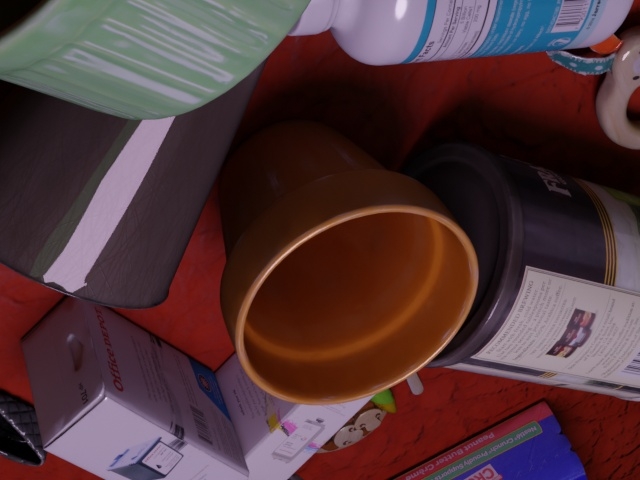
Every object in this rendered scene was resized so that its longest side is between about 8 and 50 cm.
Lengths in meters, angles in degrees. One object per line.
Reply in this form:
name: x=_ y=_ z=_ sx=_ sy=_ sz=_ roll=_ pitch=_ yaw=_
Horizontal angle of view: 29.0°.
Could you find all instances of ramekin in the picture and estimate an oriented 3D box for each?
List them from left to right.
ramekin: x=-0.119 y=-0.219 z=0.734 sx=0.148 sy=0.303 sz=0.303 roll=22 pitch=116 yaw=-45

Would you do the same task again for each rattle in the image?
rattle: x=0.306 y=-0.124 z=1.117 sx=0.130 sy=0.143 sz=0.199 roll=-29 pitch=143 yaw=25

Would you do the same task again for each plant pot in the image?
plant pot: x=0.000 y=0.000 z=1.036 sx=0.205 sy=0.188 sz=0.205 roll=-13 pitch=132 yaw=-15

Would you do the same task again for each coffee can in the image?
coffee can: x=0.209 y=0.036 z=1.154 sx=0.275 sy=0.201 sz=0.201 roll=13 pitch=121 yaw=-33

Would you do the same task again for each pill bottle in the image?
pill bottle: x=0.096 y=-0.210 z=0.937 sx=0.264 sy=0.146 sz=0.146 roll=-7 pitch=130 yaw=-20

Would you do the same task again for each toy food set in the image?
toy food set: x=0.018 y=0.182 z=1.297 sx=0.192 sy=0.038 sz=0.132 roll=-31 pitch=134 yaw=1

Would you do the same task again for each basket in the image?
basket: x=-0.148 y=-0.088 z=0.927 sx=0.204 sy=0.154 sz=0.227 roll=23 pitch=111 yaw=-29

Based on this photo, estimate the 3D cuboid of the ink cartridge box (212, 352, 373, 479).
ink cartridge box: x=-0.044 y=0.156 z=1.195 sx=0.198 sy=0.115 sz=0.067 roll=-45 pitch=132 yaw=16

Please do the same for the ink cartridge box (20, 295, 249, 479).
ink cartridge box: x=-0.166 y=0.150 z=1.116 sx=0.082 sy=0.140 sz=0.190 roll=-41 pitch=132 yaw=14

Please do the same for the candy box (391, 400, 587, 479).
candy box: x=0.205 y=0.379 z=1.491 sx=0.268 sy=0.122 sz=0.317 roll=-26 pitch=134 yaw=-2

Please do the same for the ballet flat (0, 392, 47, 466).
ballet flat: x=-0.314 y=0.157 z=1.115 sx=0.173 sy=0.049 sz=0.057 roll=29 pitch=110 yaw=-39

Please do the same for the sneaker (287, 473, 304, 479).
sneaker: x=-0.184 y=0.332 z=1.253 sx=0.384 sy=0.147 sz=0.145 roll=-31 pitch=132 yaw=3
